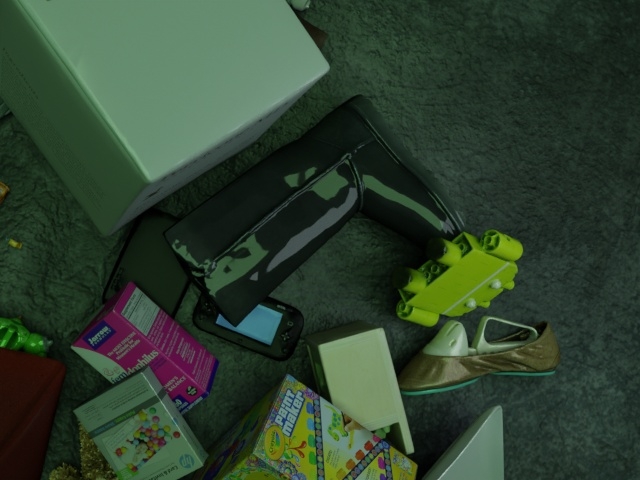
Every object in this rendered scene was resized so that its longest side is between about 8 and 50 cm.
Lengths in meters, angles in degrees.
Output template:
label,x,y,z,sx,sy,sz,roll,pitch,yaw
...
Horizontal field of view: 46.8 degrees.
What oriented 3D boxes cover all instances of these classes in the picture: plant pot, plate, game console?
label,x,y,z,sx,sy,sz,roll,pitch,yaw
plant pot,-0.577,0.327,1.140,0.267,0.236,0.267,15,109,-10
plate,0.238,0.462,1.332,0.278,0.045,0.277,-38,134,-31
game console,-0.199,0.100,1.355,0.361,0.044,0.213,24,85,-10

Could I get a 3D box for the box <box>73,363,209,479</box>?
label,x,y,z,sx,sy,sz,roll,pitch,yaw
box,-0.295,0.318,1.219,0.145,0.038,0.186,-29,98,13

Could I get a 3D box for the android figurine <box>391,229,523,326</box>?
label,x,y,z,sx,sy,sz,roll,pitch,yaw
android figurine,0.256,0.071,1.354,0.248,0.056,0.273,-42,141,24

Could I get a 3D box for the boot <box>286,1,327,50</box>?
label,x,y,z,sx,sy,sz,roll,pitch,yaw
boot,-0.082,-0.422,1.356,0.207,0.090,0.248,20,101,-15

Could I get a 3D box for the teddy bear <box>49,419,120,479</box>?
label,x,y,z,sx,sy,sz,roll,pitch,yaw
teddy bear,-0.355,0.443,1.300,0.245,0.113,0.338,-9,83,-18

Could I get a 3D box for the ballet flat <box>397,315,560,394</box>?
label,x,y,z,sx,sy,sz,roll,pitch,yaw
ballet flat,0.299,0.207,1.405,0.342,0.116,0.124,-5,97,-13

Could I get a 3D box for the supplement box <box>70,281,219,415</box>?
label,x,y,z,sx,sy,sz,roll,pitch,yaw
supplement box,-0.295,0.196,1.269,0.111,0.114,0.220,-40,105,17

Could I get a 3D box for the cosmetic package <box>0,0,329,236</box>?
label,x,y,z,sx,sy,sz,roll,pitch,yaw
cosmetic package,-0.265,-0.251,1.135,0.329,0.394,0.327,-37,96,-25

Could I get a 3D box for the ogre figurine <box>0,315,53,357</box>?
label,x,y,z,sx,sy,sz,roll,pitch,yaw
ogre figurine,-0.545,0.189,1.264,0.197,0.097,0.118,33,95,3

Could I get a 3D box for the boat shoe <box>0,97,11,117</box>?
label,x,y,z,sx,sy,sz,roll,pitch,yaw
boat shoe,-0.528,-0.332,1.285,0.094,0.109,0.302,34,79,17

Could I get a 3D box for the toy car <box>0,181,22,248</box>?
label,x,y,z,sx,sy,sz,roll,pitch,yaw
toy car,-0.550,-0.048,1.294,0.060,0.040,0.122,-40,95,-9

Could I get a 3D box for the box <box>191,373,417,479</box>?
label,x,y,z,sx,sy,sz,roll,pitch,yaw
box,-0.045,0.426,1.239,0.279,0.177,0.290,36,126,-7

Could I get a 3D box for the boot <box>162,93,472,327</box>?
label,x,y,z,sx,sy,sz,roll,pitch,yaw
boot,-0.001,-0.001,1.313,0.445,0.146,0.367,-38,83,-20

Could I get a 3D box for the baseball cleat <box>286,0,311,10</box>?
label,x,y,z,sx,sy,sz,roll,pitch,yaw
baseball cleat,-0.022,-0.538,1.385,0.109,0.072,0.206,27,84,-9

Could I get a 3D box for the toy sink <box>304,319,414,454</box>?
label,x,y,z,sx,sy,sz,roll,pitch,yaw
toy sink,0.062,0.278,1.346,0.131,0.153,0.234,-15,93,-10
